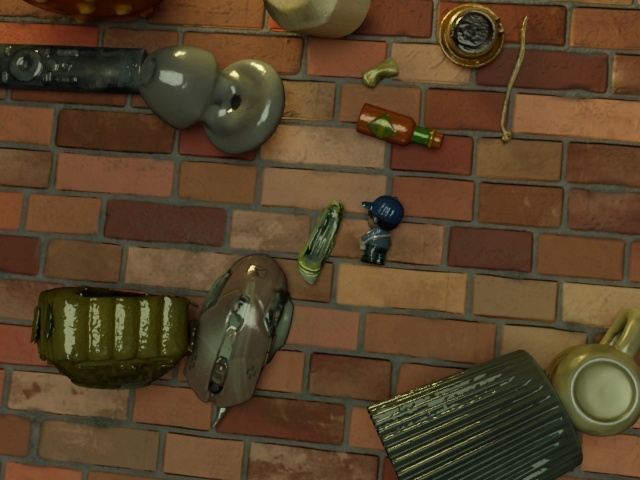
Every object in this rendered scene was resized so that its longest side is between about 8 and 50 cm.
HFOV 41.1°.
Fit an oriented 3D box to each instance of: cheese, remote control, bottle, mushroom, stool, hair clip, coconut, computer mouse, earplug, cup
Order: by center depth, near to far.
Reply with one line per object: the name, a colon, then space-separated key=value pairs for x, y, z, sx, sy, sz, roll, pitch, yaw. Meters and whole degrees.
stool: x=0.298 y=0.387 z=1.649 sx=0.330 sy=0.297 sz=0.297 roll=-26 pitch=82 yaw=0
cup: x=0.568 y=0.266 z=1.669 sx=0.255 sy=0.202 sz=0.173 roll=-35 pitch=81 yaw=1
computer mouse: x=-0.186 y=0.210 z=1.806 sx=0.200 sy=0.115 sz=0.388 roll=18 pitch=85 yaw=11
coconut: x=-0.004 y=-0.540 z=1.821 sx=0.241 sy=0.241 sz=0.241 roll=-1 pitch=84 yaw=6
earplug: x=-0.232 y=-0.311 z=1.834 sx=0.326 sy=0.175 sz=0.214 roll=19 pitch=88 yaw=8
bottle: x=0.173 y=-0.239 z=1.835 sx=0.187 sy=0.069 sz=0.069 roll=17 pitch=86 yaw=7
mushroom: x=0.419 y=-0.350 z=1.845 sx=0.028 sy=0.026 sz=0.286 roll=10 pitch=83 yaw=-9
hair clip: x=0.000 y=0.000 z=1.846 sx=0.060 sy=0.033 sz=0.188 roll=25 pitch=90 yaw=10
cheese: x=0.132 y=-0.365 z=1.872 sx=0.083 sy=0.030 sz=0.044 roll=-30 pitch=75 yaw=-3
remote control: x=-0.586 y=-0.394 z=1.949 sx=0.378 sy=0.044 sz=0.107 roll=4 pitch=81 yaw=6

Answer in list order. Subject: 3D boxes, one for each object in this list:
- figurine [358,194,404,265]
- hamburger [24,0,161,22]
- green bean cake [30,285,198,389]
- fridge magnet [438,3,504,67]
figurine: x=0.125 y=-0.023 z=1.816 sx=0.086 sy=0.087 sz=0.149 roll=14 pitch=85 yaw=-30
hamburger: x=-0.499 y=-0.625 z=1.796 sx=0.396 sy=0.396 sz=0.277 roll=-3 pitch=84 yaw=6
green bean cake: x=-0.434 y=0.205 z=1.785 sx=0.310 sy=0.285 sz=0.202 roll=5 pitch=83 yaw=-24
fridge magnet: x=0.326 y=-0.443 z=1.842 sx=0.143 sy=0.063 sz=0.143 roll=0 pitch=86 yaw=3
